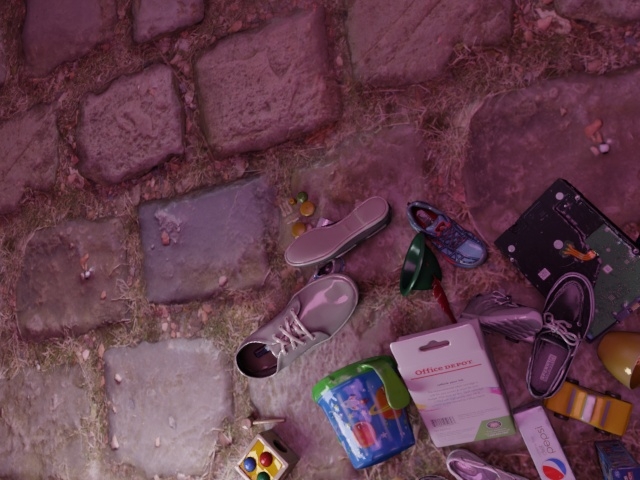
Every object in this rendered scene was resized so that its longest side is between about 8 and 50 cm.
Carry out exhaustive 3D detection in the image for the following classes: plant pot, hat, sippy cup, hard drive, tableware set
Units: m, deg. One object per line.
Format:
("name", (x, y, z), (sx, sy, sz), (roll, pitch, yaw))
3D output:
("plant pot", (0.709, 0.265, 1.251), (0.095, 0.134, 0.134), (29, 92, 47))
("hat", (0.326, 0.097, 1.458), (0.184, 0.173, 0.208), (16, 119, -3))
("sippy cup", (0.123, 0.446, 1.373), (0.240, 0.305, 0.224), (-25, 63, 3))
("hard drive", (0.624, 0.046, 1.303), (0.339, 0.064, 0.237), (53, 121, 27))
("tableware set", (-0.057, -0.074, 1.674), (0.104, 0.024, 0.154), (-31, 69, 11))

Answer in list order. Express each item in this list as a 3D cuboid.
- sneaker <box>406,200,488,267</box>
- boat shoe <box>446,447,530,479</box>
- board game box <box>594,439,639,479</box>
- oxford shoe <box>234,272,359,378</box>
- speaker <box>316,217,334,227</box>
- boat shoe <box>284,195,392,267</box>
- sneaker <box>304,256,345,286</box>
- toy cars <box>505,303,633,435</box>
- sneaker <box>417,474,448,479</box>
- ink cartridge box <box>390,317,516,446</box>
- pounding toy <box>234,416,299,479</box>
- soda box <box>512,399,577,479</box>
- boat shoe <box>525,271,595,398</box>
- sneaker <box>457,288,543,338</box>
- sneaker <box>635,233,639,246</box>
("sneaker", (0.329, -0.017, 1.447), (0.262, 0.125, 0.104), (37, 96, 24))
("boat shoe", (0.434, 0.610, 1.308), (0.277, 0.096, 0.098), (20, 88, 24))
("board game box", (0.670, 0.541, 1.193), (0.060, 0.194, 0.194), (-12, 96, 17))
("oxford shoe", (-0.073, 0.260, 1.540), (0.449, 0.130, 0.169), (-37, 92, 14))
("speaker", (0.000, 0.000, 1.618), (0.055, 0.055, 0.136), (19, 88, 24))
("boat shoe", (0.060, -0.007, 1.545), (0.335, 0.095, 0.112), (-30, 58, 5))
("sneaker", (-0.008, 0.120, 1.586), (0.071, 0.083, 0.190), (37, 97, 22))
("toy cars", (0.586, 0.307, 1.305), (0.176, 0.087, 0.393), (-34, 70, 13))
("sneaker", (0.323, 0.650, 1.358), (0.170, 0.075, 0.063), (18, 88, 24))
("ink cartridge box", (0.316, 0.321, 1.290), (0.207, 0.119, 0.353), (-17, 116, 18))
("pounding toy", (-0.170, 0.598, 1.559), (0.206, 0.094, 0.181), (38, 96, 23))
("soda box", (0.541, 0.502, 1.286), (0.074, 0.069, 0.216), (-25, 79, 16))
("boat shoe", (0.545, 0.217, 1.237), (0.113, 0.105, 0.306), (25, 93, 30))
("sneaker", (0.433, 0.166, 1.311), (0.105, 0.281, 0.115), (26, 77, -15))
("sneaker", (0.792, 0.043, 1.280), (0.081, 0.080, 0.211), (20, 98, 18))
